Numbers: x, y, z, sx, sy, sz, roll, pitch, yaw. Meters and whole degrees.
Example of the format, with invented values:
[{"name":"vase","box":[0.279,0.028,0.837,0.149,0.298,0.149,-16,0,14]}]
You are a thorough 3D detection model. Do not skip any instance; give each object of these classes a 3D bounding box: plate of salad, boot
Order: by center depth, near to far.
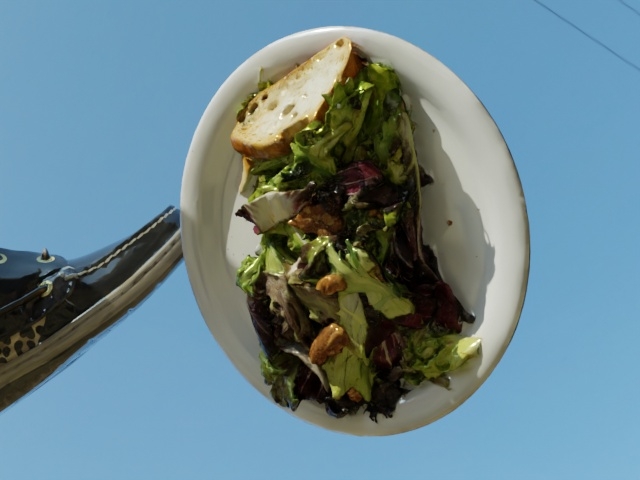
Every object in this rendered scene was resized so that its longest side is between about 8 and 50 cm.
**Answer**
[{"name":"plate of salad","box":[0.000,0.000,0.383,0.200,0.048,0.200,6,-79,32]},{"name":"boot","box":[-0.326,0.009,0.730,0.377,0.138,0.284,-38,-88,-18]}]
